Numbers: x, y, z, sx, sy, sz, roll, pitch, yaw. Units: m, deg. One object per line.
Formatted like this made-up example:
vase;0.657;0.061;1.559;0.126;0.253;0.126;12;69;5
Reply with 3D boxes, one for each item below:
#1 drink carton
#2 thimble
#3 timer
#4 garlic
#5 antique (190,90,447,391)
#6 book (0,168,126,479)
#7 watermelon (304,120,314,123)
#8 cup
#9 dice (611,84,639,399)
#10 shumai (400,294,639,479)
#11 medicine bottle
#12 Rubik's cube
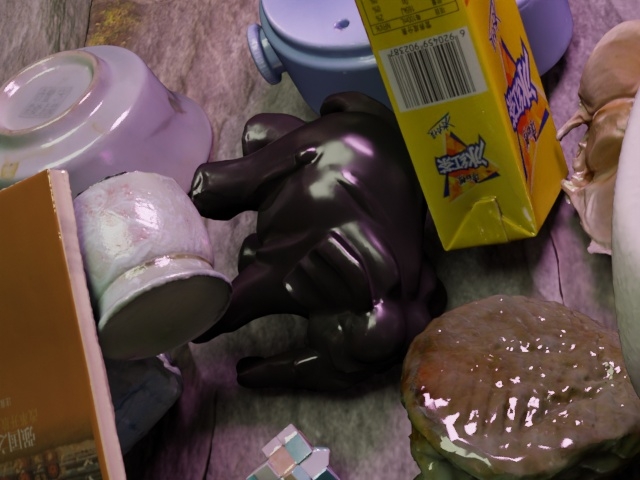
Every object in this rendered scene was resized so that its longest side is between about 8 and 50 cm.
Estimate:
drink carton;0.136;-0.181;1.043;0.111;0.351;0.154;-11;22;31
thimble;-0.265;0.138;1.168;0.150;0.237;0.237;-48;45;-8
timer;0.094;-0.291;1.297;0.394;0.173;0.395;-15;48;18
garlic;0.326;-0.094;1.023;0.142;0.178;0.230;0;84;-13
antique;0.000;0.000;1.117;0.255;0.185;0.322;1;83;32
book;-0.305;0.145;1.033;0.262;0.028;0.374;-19;80;33
watermelon;0.047;-0.075;1.259;0.101;0.080;0.155;-9;39;-18
cup;-0.336;-0.144;1.444;0.347;0.163;0.347;-14;43;13
dice;0.391;0.007;0.773;0.276;0.304;0.304;-1;57;33
shumai;0.168;0.182;0.933;0.271;0.204;0.222;-18;38;-29
medicine bottle;-0.174;0.027;1.049;0.147;0.147;0.143;-33;64;7
Rubik's cube;-0.029;0.227;1.050;0.084;0.073;0.075;22;70;41
